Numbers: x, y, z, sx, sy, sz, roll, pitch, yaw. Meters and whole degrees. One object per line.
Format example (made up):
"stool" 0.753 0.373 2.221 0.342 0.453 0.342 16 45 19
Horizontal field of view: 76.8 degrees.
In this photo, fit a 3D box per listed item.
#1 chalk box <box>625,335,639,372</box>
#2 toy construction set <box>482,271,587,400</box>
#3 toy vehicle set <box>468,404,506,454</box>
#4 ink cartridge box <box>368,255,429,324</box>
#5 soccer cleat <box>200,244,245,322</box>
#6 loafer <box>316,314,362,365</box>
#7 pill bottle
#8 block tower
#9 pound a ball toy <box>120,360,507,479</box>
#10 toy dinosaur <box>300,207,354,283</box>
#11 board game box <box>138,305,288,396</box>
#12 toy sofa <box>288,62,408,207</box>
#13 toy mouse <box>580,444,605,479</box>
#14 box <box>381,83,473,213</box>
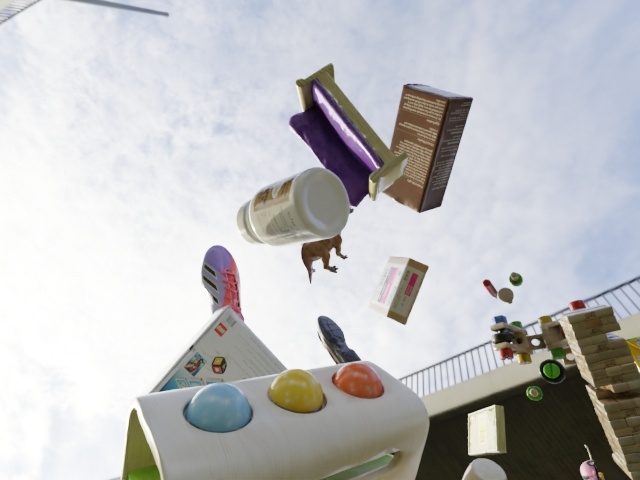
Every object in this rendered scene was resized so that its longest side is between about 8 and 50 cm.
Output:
"chalk box" 0.901 0.327 1.053 0.132 0.132 0.213 -26 -38 26
"toy construction set" 0.597 0.244 1.129 0.257 0.309 0.237 -41 -37 11
"toy vehicle set" 0.674 0.781 1.651 0.035 0.166 0.267 12 -31 1
"ink cartridge box" 0.290 0.181 1.529 0.088 0.193 0.234 25 -97 -12
"soccer cleat" -0.178 0.124 0.777 0.095 0.083 0.248 -22 -111 50
"loafer" 0.055 0.423 1.582 0.109 0.302 0.095 7 -62 -36
"pill bottle" -0.065 -0.055 0.798 0.229 0.131 0.131 -11 -66 48
"block tower" 0.625 0.309 0.859 0.097 0.091 0.335 -18 -99 15
"pound a ball toy" 0.011 0.201 0.376 0.319 0.208 0.135 4 -80 -36
"toy dinosaur" 0.000 0.000 1.382 0.127 0.295 0.200 13 -38 40
"board game box" -0.117 0.282 0.653 0.053 0.193 0.305 -24 -71 46
"toy sofa" 0.059 -0.278 1.099 0.177 0.150 0.362 -34 -104 -4
"toy mouse" 0.529 0.488 0.773 0.031 0.143 0.161 -22 -110 32
"box" 0.345 -0.306 1.353 0.191 0.143 0.381 37 -51 39
